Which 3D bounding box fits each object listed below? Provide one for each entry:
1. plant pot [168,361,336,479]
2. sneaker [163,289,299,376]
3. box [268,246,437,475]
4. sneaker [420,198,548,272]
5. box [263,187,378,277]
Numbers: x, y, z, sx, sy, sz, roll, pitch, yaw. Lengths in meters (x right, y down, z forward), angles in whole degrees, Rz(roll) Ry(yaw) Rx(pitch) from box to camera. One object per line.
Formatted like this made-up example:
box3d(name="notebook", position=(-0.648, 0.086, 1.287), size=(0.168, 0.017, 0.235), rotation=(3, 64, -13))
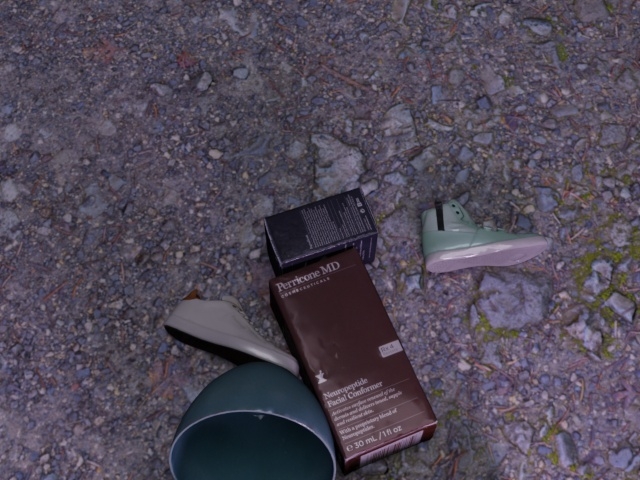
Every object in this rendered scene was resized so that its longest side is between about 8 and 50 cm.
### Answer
box3d(name="plant pot", position=(-0.114, 0.333, 1.865), size=(0.290, 0.290, 0.195), rotation=(3, 39, 1))
box3d(name="sneaker", position=(-0.155, 0.171, 1.994), size=(0.290, 0.106, 0.123), rotation=(22, 63, 19))
box3d(name="box", position=(0.057, 0.226, 1.968), size=(0.191, 0.143, 0.381), rotation=(-21, 66, -10))
box3d(name="sneaker", position=(0.329, -0.026, 2.107), size=(0.256, 0.094, 0.151), rotation=(-6, 63, -5))
box3d(name="box", position=(0.000, 0.000, 2.058), size=(0.207, 0.153, 0.108), rotation=(-17, 67, -9))
